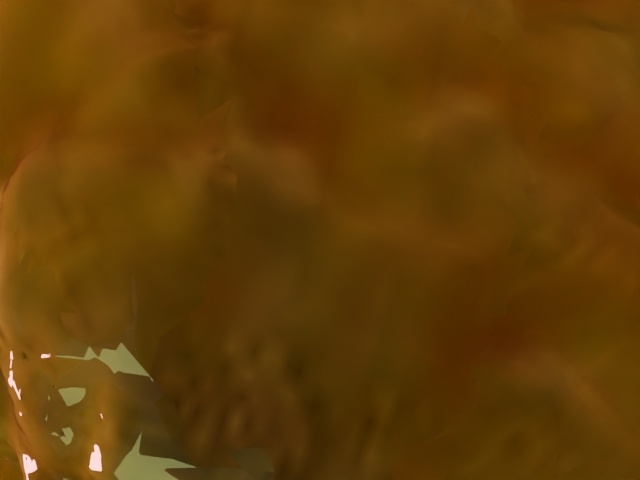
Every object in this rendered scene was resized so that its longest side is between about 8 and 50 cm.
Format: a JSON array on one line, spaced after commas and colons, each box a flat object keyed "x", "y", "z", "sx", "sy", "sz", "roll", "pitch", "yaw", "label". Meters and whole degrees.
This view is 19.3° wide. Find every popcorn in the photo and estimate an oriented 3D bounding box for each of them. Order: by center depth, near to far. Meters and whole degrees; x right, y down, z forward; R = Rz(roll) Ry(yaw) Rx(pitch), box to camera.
[{"x": -0.002, "y": 0.005, "z": 0.443, "sx": 0.249, "sy": 0.249, "sz": 0.225, "roll": 25, "pitch": 176, "yaw": -11, "label": "popcorn"}]
